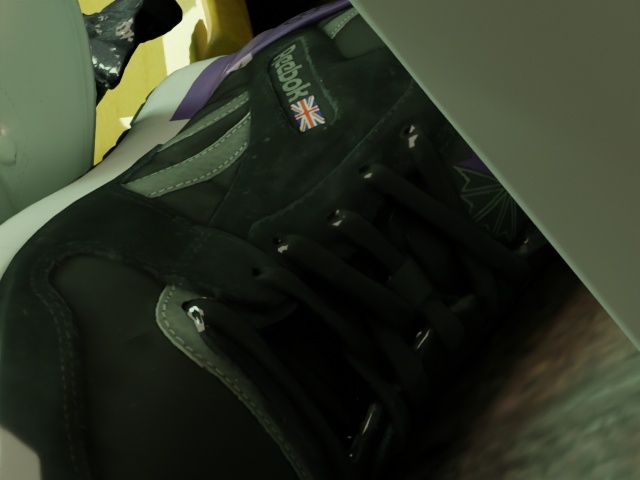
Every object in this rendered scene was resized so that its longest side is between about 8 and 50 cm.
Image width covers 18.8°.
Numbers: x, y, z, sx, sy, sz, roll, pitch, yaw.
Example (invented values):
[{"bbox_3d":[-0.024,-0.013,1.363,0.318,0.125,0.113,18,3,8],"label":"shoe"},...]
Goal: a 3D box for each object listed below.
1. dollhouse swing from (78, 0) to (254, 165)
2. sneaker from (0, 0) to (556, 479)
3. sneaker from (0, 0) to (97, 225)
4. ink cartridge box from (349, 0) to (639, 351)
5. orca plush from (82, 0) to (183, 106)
[{"bbox_3d":[-0.105,-0.099,1.004,0.347,0.305,0.315,-33,-22,27],"label":"dollhouse swing"},{"bbox_3d":[0.000,0.000,0.474,0.124,0.107,0.283,-28,21,23],"label":"sneaker"},{"bbox_3d":[-0.107,0.014,0.491,0.094,0.080,0.212,153,134,-78],"label":"sneaker"},{"bbox_3d":[0.101,-0.130,0.401,0.115,0.198,0.273,-25,23,43],"label":"ink cartridge box"},{"bbox_3d":[-0.179,-0.023,0.814,0.287,0.102,0.151,-28,46,10],"label":"orca plush"}]
